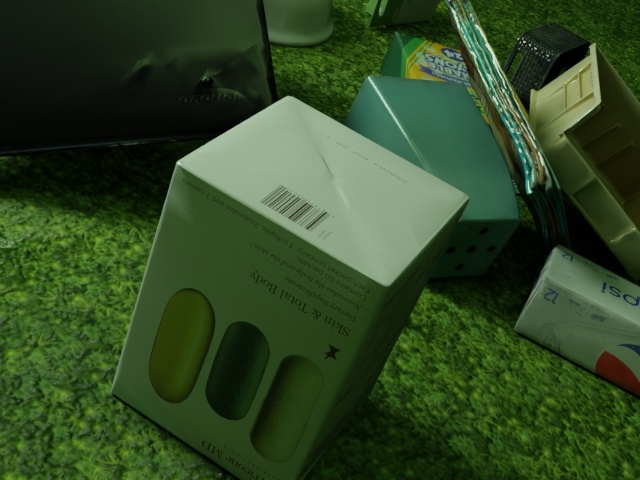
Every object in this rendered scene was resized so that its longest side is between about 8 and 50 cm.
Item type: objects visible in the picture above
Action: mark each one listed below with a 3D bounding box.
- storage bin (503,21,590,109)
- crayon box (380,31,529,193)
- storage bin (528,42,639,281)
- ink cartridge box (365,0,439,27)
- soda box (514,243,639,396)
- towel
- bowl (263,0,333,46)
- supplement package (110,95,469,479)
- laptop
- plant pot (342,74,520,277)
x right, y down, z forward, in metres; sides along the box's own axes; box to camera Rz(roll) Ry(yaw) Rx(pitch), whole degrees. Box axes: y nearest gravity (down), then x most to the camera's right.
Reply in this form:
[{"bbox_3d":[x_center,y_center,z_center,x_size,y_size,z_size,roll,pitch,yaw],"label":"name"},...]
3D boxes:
[{"bbox_3d":[0.419,-0.329,1.830,0.084,0.122,0.180,36,35,19],"label":"storage bin"},{"bbox_3d":[0.226,-0.214,1.586,0.203,0.083,0.323,12,35,-16],"label":"crayon box"},{"bbox_3d":[0.430,-0.114,1.429,0.262,0.123,0.260,49,29,-15],"label":"storage bin"},{"bbox_3d":[0.155,-0.485,1.907,0.062,0.109,0.209,41,37,26],"label":"ink cartridge box"},{"bbox_3d":[0.390,0.123,1.194,0.286,0.091,0.098,28,32,7],"label":"soda box"},{"bbox_3d":[0.250,-0.151,1.318,0.040,0.271,0.370,-22,59,8],"label":"towel"},{"bbox_3d":[-0.097,-0.473,1.716,0.297,0.134,0.298,16,33,-10],"label":"bowl"},{"bbox_3d":[-0.030,0.050,0.883,0.199,0.263,0.198,31,34,12],"label":"supplement package"},{"bbox_3d":[-0.281,-0.289,1.221,0.382,0.236,0.408,-6,24,-14],"label":"laptop"},{"bbox_3d":[0.143,-0.073,1.267,0.165,0.166,0.234,-1,46,-33],"label":"plant pot"}]
